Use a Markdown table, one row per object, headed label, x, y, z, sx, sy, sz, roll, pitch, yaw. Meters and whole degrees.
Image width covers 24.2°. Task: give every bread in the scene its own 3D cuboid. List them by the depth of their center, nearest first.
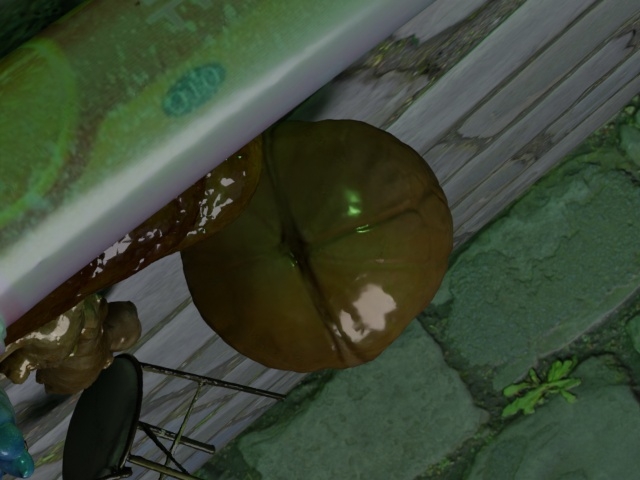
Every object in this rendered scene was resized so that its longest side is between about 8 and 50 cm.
| label | x | y | z | sx | sy | sz | roll | pitch | yaw |
| --- | --- | --- | --- | --- | --- | --- | --- | --- | --- |
| bread | -0.159 | 0.010 | 0.750 | 0.344 | 0.084 | 0.124 | -31 | 168 | -41 |

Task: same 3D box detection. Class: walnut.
| label | x | y | z | sx | sy | sz | roll | pitch | yaw |
| --- | --- | --- | --- | --- | --- | --- | --- | --- | --- |
| walnut | 0.000 | 0.000 | 1.062 | 0.193 | 0.193 | 0.226 | -42 | 174 | 16 |

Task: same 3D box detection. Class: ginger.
| label | x | y | z | sx | sy | sz | roll | pitch | yaw |
| --- | --- | --- | --- | --- | --- | --- | --- | --- | --- |
| ginger | -0.187 | 0.073 | 1.057 | 0.193 | 0.052 | 0.176 | -32 | 169 | -35 |

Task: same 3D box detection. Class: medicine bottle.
| label | x | y | z | sx | sy | sz | roll | pitch | yaw |
| --- | --- | --- | --- | --- | --- | --- | --- | --- | --- |
| medicine bottle | -0.013 | -0.118 | 0.667 | 0.426 | 0.108 | 0.108 | -39 | 172 | -15 |

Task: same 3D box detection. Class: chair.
| label | x | y | z | sx | sy | sz | roll | pitch | yaw |
| --- | --- | --- | --- | --- | --- | --- | --- | --- | --- |
| chair | -0.194 | 0.180 | 1.332 | 0.326 | 0.170 | 0.160 | 21 | 138 | -28 |

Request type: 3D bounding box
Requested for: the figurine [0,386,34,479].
| label | x | y | z | sx | sy | sz | roll | pitch | yaw |
| --- | --- | --- | --- | --- | --- | --- | --- | --- | --- |
| figurine | -0.239 | 0.115 | 0.950 | 0.079 | 0.114 | 0.114 | -59 | 178 | -20 |
